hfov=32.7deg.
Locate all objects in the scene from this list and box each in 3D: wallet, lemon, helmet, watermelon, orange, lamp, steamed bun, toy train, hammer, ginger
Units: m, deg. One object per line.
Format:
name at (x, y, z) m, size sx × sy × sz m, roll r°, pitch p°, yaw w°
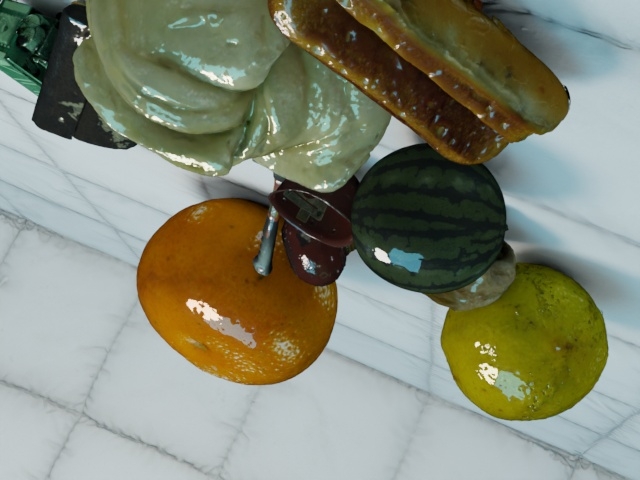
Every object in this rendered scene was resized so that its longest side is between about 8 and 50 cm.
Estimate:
wallet at (-0.318, -0.227, 1.598) m, size 0.170 × 0.044 × 0.321 m, roll 9°, pitch 152°, yaw -19°
lemon at (0.325, 0.167, 1.780) m, size 0.258 × 0.258 × 0.310 m, roll 27°, pitch 158°, yaw -9°
helmet at (0.012, -0.074, 1.741) m, size 0.155 × 0.106 × 0.175 m, roll 35°, pitch 163°, yaw -16°
watermelon at (0.147, -0.029, 1.469) m, size 0.212 × 0.212 × 0.212 m, roll 24°, pitch 166°, yaw 6°
orange at (-0.161, 0.096, 2.229) m, size 0.424 × 0.326 × 0.424 m, roll 22°, pitch 147°, yaw 15°
lamp at (0.001, 0.005, 2.015) m, size 0.135 × 0.156 × 0.157 m, roll -17°, pitch -179°, yaw -8°
steamed bun at (-0.114, -0.196, 1.272) m, size 0.372 × 0.230 × 0.325 m, roll 37°, pitch 159°, yaw -35°
toy train at (-0.400, -0.279, 1.701) m, size 0.154 × 0.115 × 0.269 m, roll 20°, pitch 171°, yaw 27°
hammer at (-0.084, -0.041, 1.925) m, size 0.111 × 0.033 × 0.288 m, roll 24°, pitch 138°, yaw 7°
ginger at (0.175, -0.001, 1.700) m, size 0.275 × 0.130 × 0.221 m, roll -12°, pitch 121°, yaw 51°

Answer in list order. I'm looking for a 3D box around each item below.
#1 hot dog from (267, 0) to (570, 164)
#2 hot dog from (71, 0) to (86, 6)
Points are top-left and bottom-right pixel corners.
hot dog at (0.102, -0.200, 1.096) m, size 0.349 × 0.117 × 0.158 m, roll 31°, pitch 146°, yaw -31°
hot dog at (-0.322, -0.324, 1.571) m, size 0.083 × 0.021 × 0.037 m, roll 24°, pitch 156°, yaw 8°
